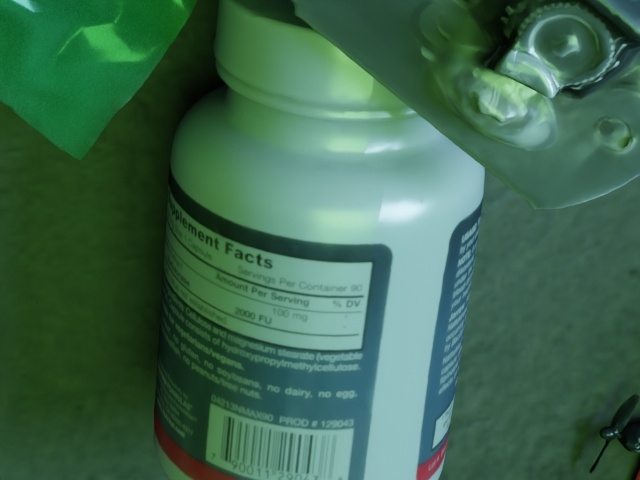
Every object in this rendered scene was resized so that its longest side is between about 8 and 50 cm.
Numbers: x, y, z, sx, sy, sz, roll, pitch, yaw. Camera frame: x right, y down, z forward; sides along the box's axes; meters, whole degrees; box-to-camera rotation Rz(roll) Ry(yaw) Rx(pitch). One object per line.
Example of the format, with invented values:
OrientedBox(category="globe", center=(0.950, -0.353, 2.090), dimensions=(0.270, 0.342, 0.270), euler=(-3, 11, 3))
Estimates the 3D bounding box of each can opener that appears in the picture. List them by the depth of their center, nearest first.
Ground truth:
OrientedBox(category="can opener", center=(-0.003, -0.119, 0.518), dimensions=(0.283, 0.095, 0.076), euler=(39, 126, -10))

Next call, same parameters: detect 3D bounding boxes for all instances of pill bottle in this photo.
OrientedBox(category="pill bottle", center=(0.000, 0.000, 0.616), dimensions=(0.108, 0.108, 0.180), euler=(-1, 117, -15))

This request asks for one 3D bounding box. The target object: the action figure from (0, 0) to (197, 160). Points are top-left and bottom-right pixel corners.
OrientedBox(category="action figure", center=(-0.138, -0.127, 0.537), dimensions=(0.232, 0.063, 0.137), euler=(25, 110, -29))

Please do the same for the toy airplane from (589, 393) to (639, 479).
OrientedBox(category="toy airplane", center=(0.183, 0.098, 0.764), dimensions=(0.151, 0.028, 0.151), euler=(-6, 117, -12))
